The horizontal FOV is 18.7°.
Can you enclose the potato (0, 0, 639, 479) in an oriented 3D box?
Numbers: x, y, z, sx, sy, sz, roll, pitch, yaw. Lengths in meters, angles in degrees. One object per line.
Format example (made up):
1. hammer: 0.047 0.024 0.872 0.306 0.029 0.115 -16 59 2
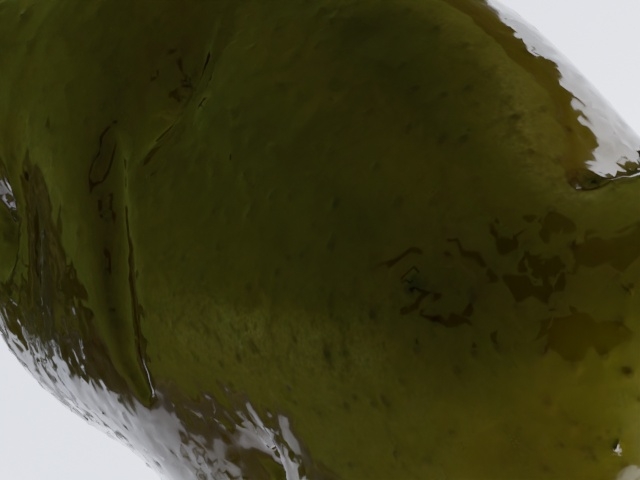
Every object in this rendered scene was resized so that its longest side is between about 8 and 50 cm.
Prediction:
1. potato: 0.000 0.000 0.654 0.369 0.176 0.195 26 -103 48
